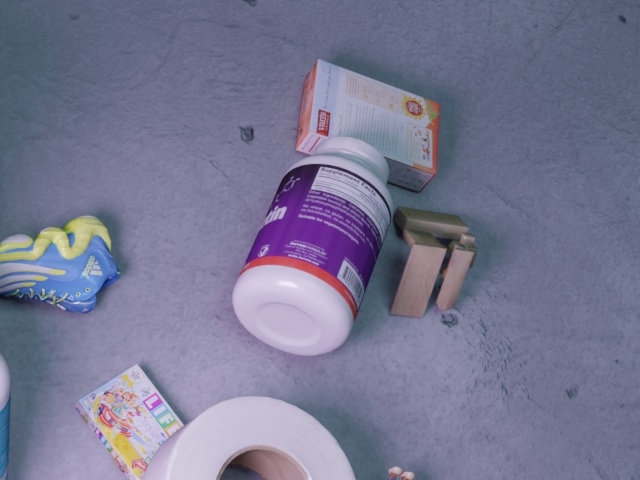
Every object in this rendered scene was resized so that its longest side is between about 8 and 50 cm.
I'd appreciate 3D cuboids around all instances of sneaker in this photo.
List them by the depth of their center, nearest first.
[{"bbox_3d":[-0.373,0.051,1.779,0.240,0.091,0.126,-26,76,-37],"label":"sneaker"}]

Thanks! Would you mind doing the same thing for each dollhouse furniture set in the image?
[{"bbox_3d":[0.170,0.037,2.100,0.144,0.123,0.151,8,23,-23],"label":"dollhouse furniture set"}]

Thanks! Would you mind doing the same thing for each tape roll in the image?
[{"bbox_3d":[-0.091,0.354,1.712,0.286,0.100,0.286,13,62,-26],"label":"tape roll"}]

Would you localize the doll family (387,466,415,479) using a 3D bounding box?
[{"bbox_3d":[0.146,0.408,1.834,0.193,0.076,0.111,26,48,-14],"label":"doll family"}]

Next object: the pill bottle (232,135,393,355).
[{"bbox_3d":[0.000,0.000,1.940,0.181,0.181,0.323,28,52,-9],"label":"pill bottle"}]

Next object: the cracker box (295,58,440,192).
[{"bbox_3d":[0.081,-0.190,2.168,0.232,0.067,0.156,19,54,-17],"label":"cracker box"}]

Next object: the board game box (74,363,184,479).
[{"bbox_3d":[-0.245,0.255,1.759,0.103,0.026,0.154,-32,79,-37],"label":"board game box"}]

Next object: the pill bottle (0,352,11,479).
[{"bbox_3d":[-0.437,0.209,1.523,0.146,0.264,0.146,8,35,-6],"label":"pill bottle"}]
